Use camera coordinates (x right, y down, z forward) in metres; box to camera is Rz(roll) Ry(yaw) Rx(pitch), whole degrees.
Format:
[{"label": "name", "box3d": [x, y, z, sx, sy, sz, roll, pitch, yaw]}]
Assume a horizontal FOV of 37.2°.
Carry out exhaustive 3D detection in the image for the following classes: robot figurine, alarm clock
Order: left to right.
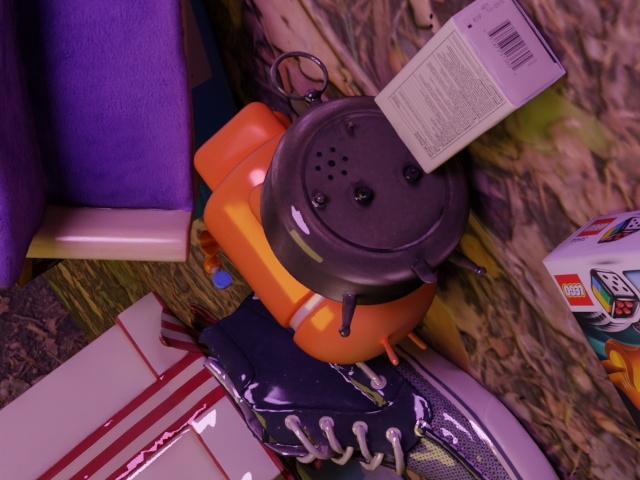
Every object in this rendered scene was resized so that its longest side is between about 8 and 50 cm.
[{"label": "robot figurine", "box3d": [0.001, 0.000, 0.713, 0.219, 0.128, 0.158, 52, 152, 12]}, {"label": "alarm clock", "box3d": [0.020, -0.045, 0.609, 0.192, 0.129, 0.064, 61, 160, 17]}]

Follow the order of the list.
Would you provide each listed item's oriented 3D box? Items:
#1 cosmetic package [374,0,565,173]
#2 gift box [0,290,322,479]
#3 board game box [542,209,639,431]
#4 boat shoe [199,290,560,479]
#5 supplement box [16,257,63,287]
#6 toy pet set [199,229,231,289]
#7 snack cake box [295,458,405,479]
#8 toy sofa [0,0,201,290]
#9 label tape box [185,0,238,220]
[{"label": "cosmetic package", "box3d": [0.080, -0.086, 0.536, 0.060, 0.041, 0.115, 55, 159, -1]}, {"label": "gift box", "box3d": [-0.152, 0.222, 0.942, 0.255, 0.258, 0.276, 50, 170, 18]}, {"label": "board game box", "box3d": [0.245, 0.067, 0.397, 0.193, 0.053, 0.305, 58, 158, -9]}, {"label": "boat shoe", "box3d": [0.040, 0.158, 0.809, 0.340, 0.158, 0.127, 43, 155, 28]}, {"label": "supplement box", "box3d": [-0.363, -0.055, 1.292, 0.129, 0.194, 0.191, 55, 158, 1]}, {"label": "toy pet set", "box3d": [-0.054, -0.003, 0.836, 0.065, 0.122, 0.114, 108, 144, -55]}, {"label": "snack cake box", "box3d": [0.026, 0.289, 1.120, 0.264, 0.089, 0.152, 50, 156, 13]}, {"label": "toy sofa", "box3d": [-0.168, -0.142, 0.644, 0.177, 0.150, 0.363, -91, 2, -53]}, {"label": "label tape box", "box3d": [-0.224, -0.188, 0.926, 0.347, 0.115, 0.249, 30, 146, 44]}]
